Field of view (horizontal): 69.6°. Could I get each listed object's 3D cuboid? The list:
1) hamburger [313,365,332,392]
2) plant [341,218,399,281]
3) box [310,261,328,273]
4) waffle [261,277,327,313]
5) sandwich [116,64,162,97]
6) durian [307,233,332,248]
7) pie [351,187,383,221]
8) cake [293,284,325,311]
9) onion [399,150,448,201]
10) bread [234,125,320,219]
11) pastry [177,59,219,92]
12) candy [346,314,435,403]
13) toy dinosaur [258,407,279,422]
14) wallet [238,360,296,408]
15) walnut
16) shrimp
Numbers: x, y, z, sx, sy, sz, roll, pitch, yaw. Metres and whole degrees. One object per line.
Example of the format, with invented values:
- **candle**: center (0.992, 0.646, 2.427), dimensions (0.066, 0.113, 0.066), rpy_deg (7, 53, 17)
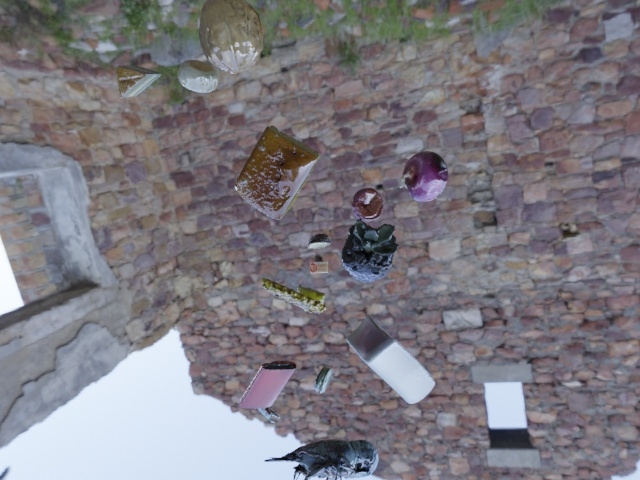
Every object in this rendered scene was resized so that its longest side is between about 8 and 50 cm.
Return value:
- **hamburger**: center (0.014, 0.673, 2.232), dimensions (0.062, 0.133, 0.140), rpy_deg (20, 166, 15)
- **plant**: center (0.200, 0.040, 1.876), dimensions (0.215, 0.213, 0.312), rpy_deg (15, 164, 3)
- **box**: center (-0.008, 0.140, 2.388), dimensions (0.093, 0.058, 0.015), rpy_deg (-4, 162, 6)
- **waffle**: center (-0.095, 0.191, 1.572), dimensions (0.228, 0.051, 0.231), rpy_deg (20, 171, 34)
- **sandwich**: center (-0.655, -0.566, 1.678), dimensions (0.163, 0.114, 0.079), rpy_deg (21, -149, 25)
- **durian**: center (-0.002, -0.002, 2.292), dimensions (0.140, 0.071, 0.110), rpy_deg (-13, 169, 32)
- **pie**: center (0.247, -0.186, 2.400), dimensions (0.182, 0.183, 0.049), rpy_deg (-15, -174, -19)
- **cake**: center (-0.071, 0.365, 2.845), dimensions (0.179, 0.156, 0.260), rpy_deg (13, 171, -2)
- **onion**: center (0.449, -0.279, 1.936), dimensions (0.200, 0.201, 0.207), rpy_deg (-6, -142, 26)
- **bread**: center (-0.133, -0.200, 1.379), dimensions (0.184, 0.234, 0.110), rpy_deg (33, -158, 2)
- **pastry**: center (-0.475, -0.645, 1.795), dimensions (0.156, 0.156, 0.092), rpy_deg (-24, 152, -48)
- **candy**: center (0.274, 0.469, 1.803), dimensions (0.145, 0.359, 0.208), rpy_deg (-45, -148, -5)
- **toy dinosaur**: center (-0.265, 0.737, 2.078), dimensions (0.053, 0.167, 0.242), rpy_deg (-39, -133, -16)
- **wallet**: center (-0.186, 0.503, 1.605), dimensions (0.142, 0.204, 0.045), rpy_deg (11, -150, -38)
- **walnut**: center (-0.269, -0.616, 1.375), dimensions (0.198, 0.245, 0.198), rpy_deg (-17, 175, -2)
- **shrimp**: center (0.017, 0.699, 1.426), dimensions (0.371, 0.137, 0.172), rpy_deg (-4, 177, -19)
